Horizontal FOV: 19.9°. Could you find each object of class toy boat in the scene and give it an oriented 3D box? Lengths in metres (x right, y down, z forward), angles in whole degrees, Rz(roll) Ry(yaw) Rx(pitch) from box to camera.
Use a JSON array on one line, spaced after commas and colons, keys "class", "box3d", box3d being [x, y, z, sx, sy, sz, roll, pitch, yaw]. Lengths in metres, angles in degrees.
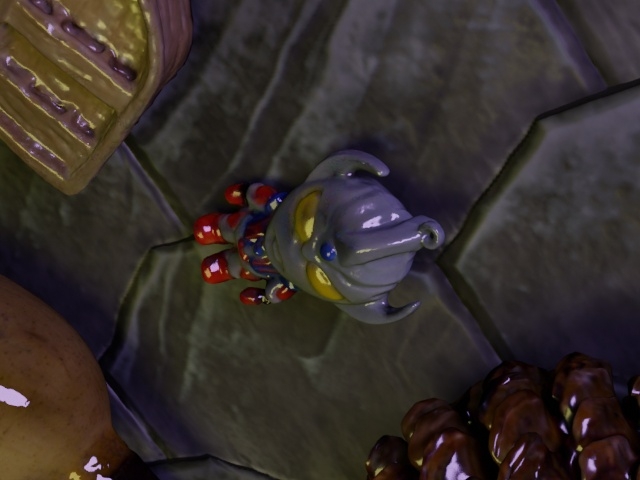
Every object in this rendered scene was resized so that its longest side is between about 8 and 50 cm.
[{"class": "toy boat", "box3d": [-0.142, -0.125, 1.128, 0.116, 0.061, 0.188, 42, 134, 1]}]

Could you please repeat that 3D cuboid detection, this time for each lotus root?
[{"class": "lotus root", "box3d": [-0.239, 0.122, 1.298, 0.310, 0.183, 0.182, 28, 133, 8]}]

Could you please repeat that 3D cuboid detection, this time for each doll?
[{"class": "doll", "box3d": [-0.001, -0.001, 1.131, 0.195, 0.062, 0.104, -3, 83, 42]}]

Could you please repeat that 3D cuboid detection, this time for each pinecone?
[{"class": "pinecone", "box3d": [0.145, 0.174, 1.062, 0.272, 0.224, 0.224, 4, 125, 42]}]
